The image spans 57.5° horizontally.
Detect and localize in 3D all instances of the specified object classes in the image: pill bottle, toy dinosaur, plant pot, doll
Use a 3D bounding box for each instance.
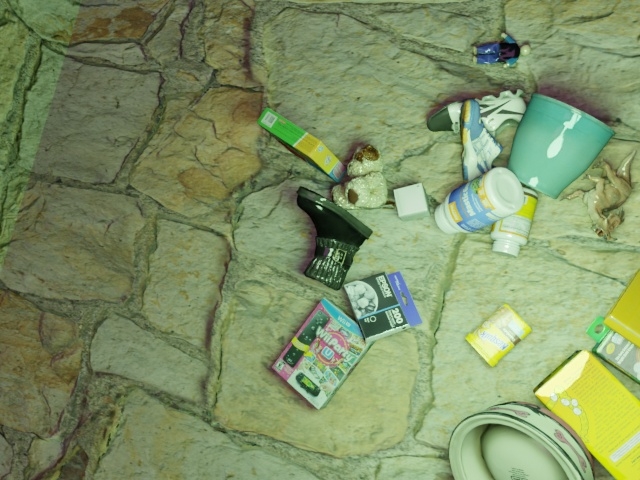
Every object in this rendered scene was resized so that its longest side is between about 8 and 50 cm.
[{"bbox_3d":[0.488,-0.112,1.837,0.272,0.152,0.152,-32,65,55],"label":"pill bottle"},{"bbox_3d":[0.614,-0.059,1.864,0.117,0.117,0.215,14,84,20],"label":"pill bottle"},{"bbox_3d":[0.890,-0.134,1.792,0.296,0.127,0.200,-43,77,-7],"label":"toy dinosaur"},{"bbox_3d":[0.713,-0.279,1.810,0.272,0.272,0.255,34,106,21],"label":"plant pot"},{"bbox_3d":[0.626,-0.653,2.012,0.189,0.046,0.129,1,81,19],"label":"doll"}]

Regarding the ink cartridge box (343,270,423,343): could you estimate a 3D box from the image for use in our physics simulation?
[{"bbox_3d":[0.209,0.210,1.932,0.208,0.045,0.206,-18,63,-8],"label":"ink cartridge box"}]

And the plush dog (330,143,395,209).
[{"bbox_3d":[0.162,-0.221,2.011,0.211,0.262,0.225,0,89,-15],"label":"plush dog"}]

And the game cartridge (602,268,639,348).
[{"bbox_3d":[0.989,0.247,1.629,0.324,0.052,0.285,40,51,19],"label":"game cartridge"}]

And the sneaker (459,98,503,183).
[{"bbox_3d":[0.522,-0.325,1.892,0.131,0.296,0.112,-5,37,12],"label":"sneaker"}]

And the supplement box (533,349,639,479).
[{"bbox_3d":[0.806,0.504,1.652,0.195,0.194,0.356,-44,69,6],"label":"supplement box"}]

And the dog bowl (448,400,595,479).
[{"bbox_3d":[0.573,0.638,1.638,0.408,0.150,0.408,19,118,38],"label":"dog bowl"}]

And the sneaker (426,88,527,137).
[{"bbox_3d":[0.525,-0.395,1.955,0.331,0.122,0.146,-12,74,16],"label":"sneaker"}]

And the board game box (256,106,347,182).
[{"bbox_3d":[-0.055,-0.325,2.029,0.242,0.316,0.064,35,92,21],"label":"board game box"}]

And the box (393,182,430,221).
[{"bbox_3d":[0.314,-0.129,1.991,0.102,0.087,0.101,-13,76,15],"label":"box"}]

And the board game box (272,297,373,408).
[{"bbox_3d":[0.014,0.382,1.989,0.224,0.097,0.303,37,92,20],"label":"board game box"}]

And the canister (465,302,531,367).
[{"bbox_3d":[0.561,0.296,1.838,0.170,0.073,0.126,-44,70,4],"label":"canister"}]

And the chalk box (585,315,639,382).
[{"bbox_3d":[0.885,0.309,1.699,0.213,0.132,0.132,38,94,22],"label":"chalk box"}]

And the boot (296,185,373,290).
[{"bbox_3d":[0.003,0.002,1.955,0.260,0.348,0.131,-56,32,-1],"label":"boot"}]
